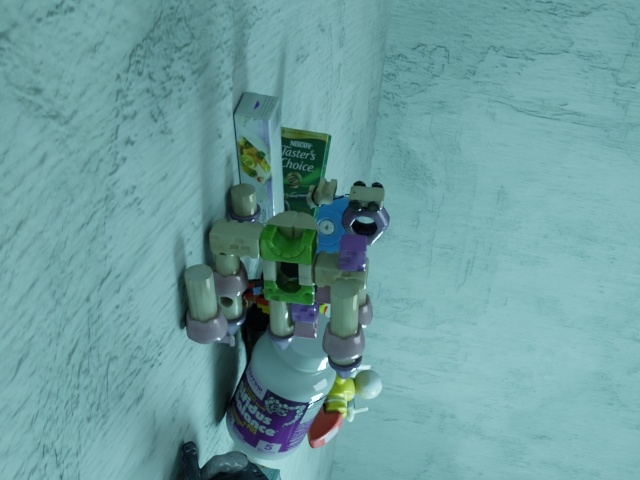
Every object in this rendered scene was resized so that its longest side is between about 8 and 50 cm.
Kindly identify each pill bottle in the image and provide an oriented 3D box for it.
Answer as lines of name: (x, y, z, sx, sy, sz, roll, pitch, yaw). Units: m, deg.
pill bottle: (-0.069, 0.276, 1.472, 0.169, 0.169, 0.301, -67, -179, -54)

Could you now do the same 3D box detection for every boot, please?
boot: (-0.090, 0.196, 1.711, 0.280, 0.096, 0.264, 92, 12, -47)

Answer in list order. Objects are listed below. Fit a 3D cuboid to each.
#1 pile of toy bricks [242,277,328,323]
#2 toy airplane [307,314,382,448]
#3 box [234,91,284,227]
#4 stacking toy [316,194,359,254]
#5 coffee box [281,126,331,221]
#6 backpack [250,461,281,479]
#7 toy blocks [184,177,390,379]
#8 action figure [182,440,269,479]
pile of toy bricks: (-0.079, 0.137, 1.516, 0.212, 0.118, 0.105, -3, 102, -57)
toy airplane: (0.055, 0.394, 2.287, 0.386, 0.273, 0.384, -32, 131, -78)
box: (-0.104, -0.114, 1.354, 0.324, 0.063, 0.067, 90, 15, -49)
stacking toy: (0.000, 0.000, 1.960, 0.302, 0.166, 0.175, 113, -22, -77)
coffee box: (-0.048, -0.133, 1.541, 0.040, 0.113, 0.184, -5, 107, -78)
backpack: (-0.137, 0.602, 1.742, 0.188, 0.145, 0.165, 84, 23, -53)
toy blocks: (-0.045, 0.083, 1.268, 0.309, 0.289, 0.260, -74, 166, -50)
action figure: (-0.111, 0.498, 1.307, 0.179, 0.330, 0.341, -20, 118, -29)
